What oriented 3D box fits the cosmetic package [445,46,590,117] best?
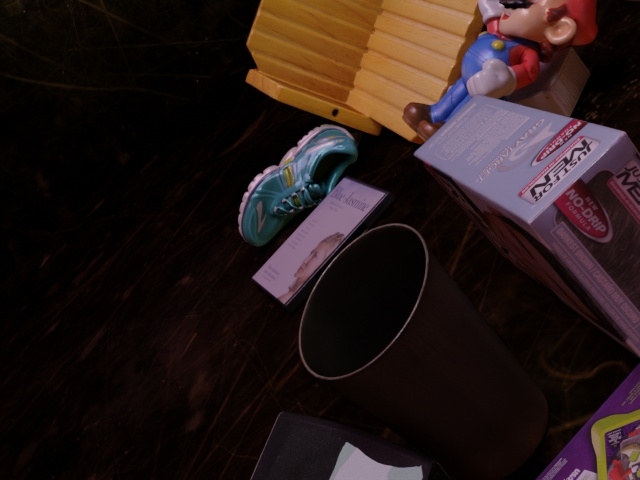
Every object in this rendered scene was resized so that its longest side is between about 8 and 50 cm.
[{"bbox_3d":[0.276,-0.206,1.352,0.239,0.060,0.099,-9,41,52],"label":"cosmetic package"}]

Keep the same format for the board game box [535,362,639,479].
[{"bbox_3d":[0.318,0.162,0.723,0.347,0.056,0.208,-47,20,-4],"label":"board game box"}]

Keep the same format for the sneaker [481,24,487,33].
[{"bbox_3d":[0.213,-0.435,1.741,0.330,0.122,0.146,-13,41,49],"label":"sneaker"}]

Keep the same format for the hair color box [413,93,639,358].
[{"bbox_3d":[0.237,-0.033,0.931,0.113,0.185,0.374,-43,16,3],"label":"hair color box"}]

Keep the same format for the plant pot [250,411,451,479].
[{"bbox_3d":[0.042,0.284,0.820,0.167,0.188,0.187,-7,42,35],"label":"plant pot"}]

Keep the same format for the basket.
[{"bbox_3d":[0.109,0.124,0.889,0.154,0.227,0.204,-35,27,21],"label":"basket"}]

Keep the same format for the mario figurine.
[{"bbox_3d":[0.233,-0.272,1.235,0.320,0.170,0.198,-48,59,10],"label":"mario figurine"}]

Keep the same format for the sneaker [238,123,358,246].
[{"bbox_3d":[-0.043,-0.095,1.638,0.275,0.107,0.110,-48,41,6],"label":"sneaker"}]

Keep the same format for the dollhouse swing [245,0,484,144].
[{"bbox_3d":[0.067,-0.368,1.552,0.305,0.315,0.347,-117,47,-69],"label":"dollhouse swing"}]

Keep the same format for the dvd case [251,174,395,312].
[{"bbox_3d":[0.000,0.000,1.508,0.253,0.022,0.180,-47,24,-6],"label":"dvd case"}]

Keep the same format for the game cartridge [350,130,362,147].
[{"bbox_3d":[0.046,-0.173,1.719,0.056,0.017,0.083,-7,44,48],"label":"game cartridge"}]
